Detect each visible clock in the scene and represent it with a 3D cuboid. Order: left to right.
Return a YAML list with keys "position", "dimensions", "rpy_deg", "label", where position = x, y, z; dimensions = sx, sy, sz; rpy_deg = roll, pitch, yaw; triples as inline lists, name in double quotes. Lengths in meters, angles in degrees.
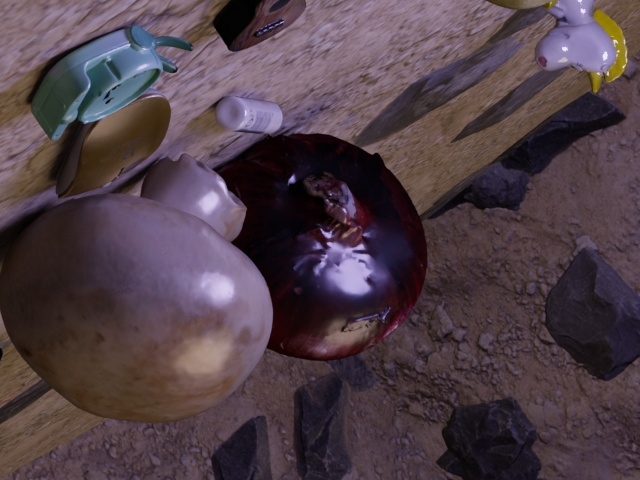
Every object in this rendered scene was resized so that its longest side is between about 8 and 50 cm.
- position: [-0.173, -0.139, 1.402]
  dimensions: [0.135, 0.041, 0.101]
  rpy_deg: [-30, 173, -29]
  label: "clock"

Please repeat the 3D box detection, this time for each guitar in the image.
- position: [-0.024, -0.235, 1.436]
  dimensions: [0.084, 0.038, 0.271]
  rpy_deg: [-32, 176, -24]
  label: "guitar"

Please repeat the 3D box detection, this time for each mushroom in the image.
- position: [-0.196, 0.044, 1.834]
  dimensions: [0.297, 0.297, 0.290]
  rpy_deg: [-40, -151, 44]
  label: "mushroom"

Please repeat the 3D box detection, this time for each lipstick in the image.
- position: [-0.079, -0.139, 1.869]
  dimensions: [0.040, 0.040, 0.141]
  rpy_deg: [-35, 174, 14]
  label: "lipstick"

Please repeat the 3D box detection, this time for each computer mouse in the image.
- position: [-0.203, -0.087, 1.623]
  dimensions: [0.102, 0.045, 0.199]
  rpy_deg: [-28, 171, -26]
  label: "computer mouse"

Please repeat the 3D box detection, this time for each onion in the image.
- position: [0.000, 0.000, 2.121]
  dimensions: [0.314, 0.314, 0.232]
  rpy_deg: [-29, 172, -35]
  label: "onion"

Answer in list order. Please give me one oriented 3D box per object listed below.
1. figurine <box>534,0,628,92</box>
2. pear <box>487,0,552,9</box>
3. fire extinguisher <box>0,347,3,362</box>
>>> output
- position: [0.361, -0.293, 2.344]
  dimensions: [0.129, 0.178, 0.109]
  rpy_deg: [-7, 173, 10]
  label: "figurine"
- position: [0.204, -0.306, 1.629]
  dimensions: [0.167, 0.136, 0.167]
  rpy_deg: [-37, 173, -5]
  label: "pear"
- position: [-0.520, 0.217, 2.238]
  dimensions: [0.231, 0.071, 0.099]
  rpy_deg: [-31, 145, -32]
  label: "fire extinguisher"
